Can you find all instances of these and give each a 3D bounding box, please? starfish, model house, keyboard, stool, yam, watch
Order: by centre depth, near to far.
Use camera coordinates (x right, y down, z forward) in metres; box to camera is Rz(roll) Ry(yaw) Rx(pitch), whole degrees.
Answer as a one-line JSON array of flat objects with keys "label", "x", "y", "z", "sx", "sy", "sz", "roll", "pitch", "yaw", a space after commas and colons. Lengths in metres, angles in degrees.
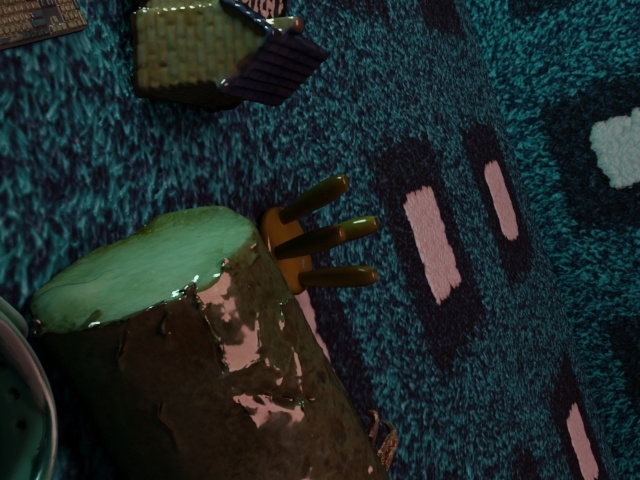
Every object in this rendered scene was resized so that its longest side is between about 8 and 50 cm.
[{"label": "watch", "x": -0.247, "y": 0.090, "z": 0.490, "sx": 0.237, "sy": 0.068, "sz": 0.195, "roll": 55, "pitch": 29, "yaw": -36}, {"label": "yam", "x": -0.076, "y": 0.133, "z": 0.681, "sx": 0.300, "sy": 0.195, "sz": 0.195, "roll": 64, "pitch": 26, "yaw": -17}, {"label": "keyboard", "x": -0.256, "y": -0.191, "z": 0.725, "sx": 0.055, "sy": 0.014, "sz": 0.176, "roll": 70, "pitch": 25, "yaw": -14}, {"label": "model house", "x": -0.080, "y": -0.232, "z": 0.887, "sx": 0.166, "sy": 0.172, "sz": 0.182, "roll": -6, "pitch": 94, "yaw": -63}, {"label": "stool", "x": 0.000, "y": 0.000, "z": 1.021, "sx": 0.135, "sy": 0.110, "sz": 0.134, "roll": -17, "pitch": 89, "yaw": -67}, {"label": "starfish", "x": 0.080, "y": 0.311, "z": 1.053, "sx": 0.176, "sy": 0.053, "sz": 0.208, "roll": 48, "pitch": 37, "yaw": -44}]
